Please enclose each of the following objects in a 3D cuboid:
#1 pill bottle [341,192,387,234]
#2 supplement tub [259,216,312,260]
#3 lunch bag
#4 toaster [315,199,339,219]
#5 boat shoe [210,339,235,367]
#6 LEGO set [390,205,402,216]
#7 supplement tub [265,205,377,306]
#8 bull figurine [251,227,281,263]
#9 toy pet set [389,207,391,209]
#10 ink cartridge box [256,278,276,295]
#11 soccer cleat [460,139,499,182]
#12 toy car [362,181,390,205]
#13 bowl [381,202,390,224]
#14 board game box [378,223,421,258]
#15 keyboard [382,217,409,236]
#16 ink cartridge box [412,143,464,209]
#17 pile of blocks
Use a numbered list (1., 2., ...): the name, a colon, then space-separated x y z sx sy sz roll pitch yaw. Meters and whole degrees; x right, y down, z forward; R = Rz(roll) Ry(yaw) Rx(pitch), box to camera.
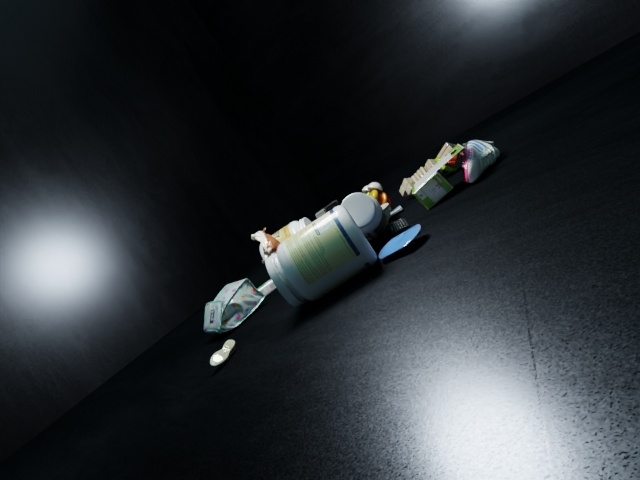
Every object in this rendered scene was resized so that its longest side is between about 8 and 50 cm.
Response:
1. pill bottle: 0.172 -0.096 1.618 0.162 0.162 0.278 -33 -15 9
2. supplement tub: -0.168 0.027 2.363 0.317 0.228 0.228 -32 8 15
3. lunch bag: -0.422 0.319 1.880 0.224 0.160 0.262 -19 28 53
4. toaster: 0.076 -0.157 2.748 0.110 0.168 0.186 -31 6 44
5. boat shoe: -0.338 0.401 1.414 0.137 0.049 0.043 -54 -22 -62
6. LEGO set: 0.281 -0.113 1.994 0.244 0.060 0.182 -33 4 12
7. supplement tub: 0.001 0.057 1.387 0.325 0.235 0.235 -33 7 6
8. bull figurine: -0.239 0.069 2.161 0.101 0.310 0.188 -43 18 29
9. toy pet set: 0.315 -0.169 2.157 0.122 0.065 0.114 -36 8 -15
10. ink cartridge box: -0.315 0.262 2.173 0.181 0.056 0.225 -37 9 -22
11. soccer cleat: 0.639 -0.331 1.626 0.143 0.115 0.331 -2 30 23
12. toy car: 0.274 -0.193 2.014 0.182 0.137 0.158 165 118 -76
13. bowl: 0.257 -0.091 1.849 0.170 0.080 0.170 -34 7 4
14. board game box: 0.265 0.015 1.322 0.169 0.033 0.133 -35 10 39
15. keyboard: 0.298 -0.051 1.637 0.108 0.023 0.180 -33 7 11
16. ink cartridge box: 0.495 -0.259 1.640 0.255 0.097 0.189 -44 4 20
17. pile of blocks: 0.562 -0.317 2.000 0.362 0.149 0.112 -41 47 22
